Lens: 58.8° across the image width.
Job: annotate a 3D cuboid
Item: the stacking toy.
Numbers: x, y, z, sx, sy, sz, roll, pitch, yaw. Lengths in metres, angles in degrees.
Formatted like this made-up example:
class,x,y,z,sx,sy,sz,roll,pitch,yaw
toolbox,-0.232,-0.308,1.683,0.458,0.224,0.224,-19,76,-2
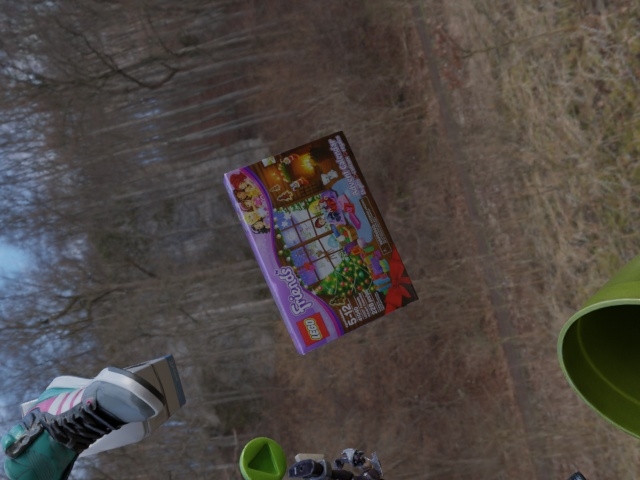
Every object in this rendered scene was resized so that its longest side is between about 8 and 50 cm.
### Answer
class,x,y,z,sx,sy,sz,roll,pitch,yaw
stacking toy,-0.125,0.704,1.534,0.309,0.130,0.279,20,-136,-18

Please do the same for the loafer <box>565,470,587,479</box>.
class,x,y,z,sx,sy,sz,roll,pitch,yaw
loafer,0.473,0.493,1.019,0.170,0.061,0.062,61,-176,-11

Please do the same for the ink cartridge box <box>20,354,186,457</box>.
class,x,y,z,sx,sy,sz,roll,pitch,yaw
ink cartridge box,-0.434,0.344,1.188,0.307,0.223,0.129,104,150,-84

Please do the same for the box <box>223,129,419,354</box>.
class,x,y,z,sx,sy,sz,roll,pitch,yaw
box,0.000,0.000,0.875,0.293,0.201,0.057,66,166,4

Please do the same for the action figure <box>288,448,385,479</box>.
class,x,y,z,sx,sy,sz,roll,pitch,yaw
action figure,0.066,0.558,1.290,0.285,0.099,0.185,30,-155,-41

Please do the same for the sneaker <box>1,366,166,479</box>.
class,x,y,z,sx,sy,sz,roll,pitch,yaw
sneaker,-0.373,0.291,0.852,0.124,0.295,0.178,52,-137,-25

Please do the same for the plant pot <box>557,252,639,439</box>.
class,x,y,z,sx,sy,sz,roll,pitch,yaw
plant pot,0.705,0.150,1.090,0.353,0.366,0.366,-43,-55,-34
